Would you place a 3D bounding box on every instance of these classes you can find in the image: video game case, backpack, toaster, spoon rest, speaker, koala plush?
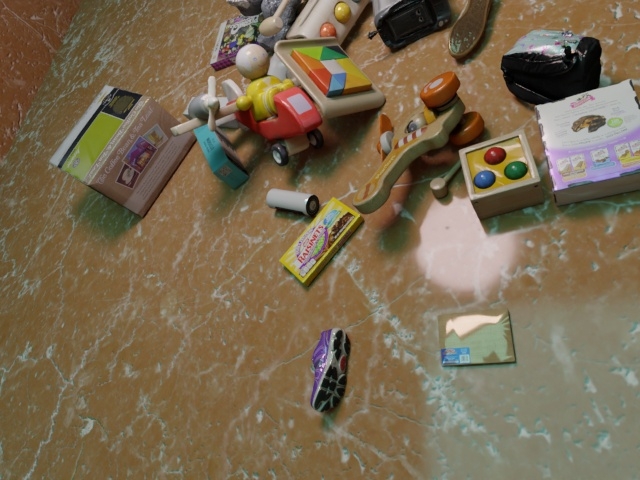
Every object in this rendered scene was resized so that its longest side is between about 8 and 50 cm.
[{"bbox_3d":[-0.277,-0.727,1.673,0.232,0.042,0.210,-7,63,28],"label":"video game case"},{"bbox_3d":[0.468,-0.355,0.959,0.115,0.151,0.182,-43,45,-16],"label":"backpack"},{"bbox_3d":[0.228,-0.622,1.253,0.227,0.129,0.146,-20,52,24],"label":"toaster"},{"bbox_3d":[-0.154,-0.524,1.475,0.276,0.084,0.137,-34,52,-6],"label":"spoon rest"},{"bbox_3d":[-0.072,-0.099,1.189,0.136,0.055,0.055,13,72,35],"label":"speaker"},{"bbox_3d":[-0.190,-0.765,1.486,0.203,0.221,0.196,-35,42,52],"label":"koala plush"}]

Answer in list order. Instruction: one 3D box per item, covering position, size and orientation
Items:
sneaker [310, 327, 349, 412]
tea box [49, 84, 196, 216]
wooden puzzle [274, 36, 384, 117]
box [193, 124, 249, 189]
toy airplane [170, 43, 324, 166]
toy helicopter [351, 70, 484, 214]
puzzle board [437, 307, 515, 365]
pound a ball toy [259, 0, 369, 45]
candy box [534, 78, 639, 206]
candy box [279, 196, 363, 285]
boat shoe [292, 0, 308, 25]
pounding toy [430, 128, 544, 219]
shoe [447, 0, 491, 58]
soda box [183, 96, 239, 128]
[{"bbox_3d":[0.012,0.260,0.946,0.071,0.068,0.169,-16,47,42],"label":"sneaker"},{"bbox_3d":[-0.653,-0.301,1.552,0.324,0.220,0.328,25,80,39],"label":"tea box"},{"bbox_3d":[0.030,-0.423,1.178,0.238,0.221,0.044,56,141,14],"label":"wooden puzzle"},{"bbox_3d":[-0.299,-0.264,1.392,0.060,0.100,0.244,-39,50,10],"label":"box"},{"bbox_3d":[-0.169,-0.391,1.260,0.385,0.272,0.386,-2,39,11],"label":"toy airplane"},{"bbox_3d":[0.175,-0.198,1.035,0.355,0.140,0.235,-52,27,-18],"label":"toy helicopter"},{"bbox_3d":[0.279,0.176,0.850,0.128,0.011,0.096,-12,60,27],"label":"puzzle board"},{"bbox_3d":[0.000,-0.661,1.347,0.136,0.208,0.319,19,74,51],"label":"pound a ball toy"},{"bbox_3d":[0.504,-0.179,0.866,0.165,0.070,0.196,-12,62,26],"label":"candy box"},{"bbox_3d":[0.000,0.000,1.109,0.206,0.027,0.105,-50,47,-2],"label":"candy box"},{"bbox_3d":[-0.068,-0.726,1.542,0.049,0.056,0.152,-7,52,34],"label":"boat shoe"},{"bbox_3d":[0.318,-0.144,0.950,0.206,0.094,0.180,-16,57,23],"label":"pounding toy"},{"bbox_3d":[0.377,-0.539,1.166,0.077,0.058,0.218,22,80,17],"label":"shoe"},{"bbox_3d":[-0.345,-0.417,1.526,0.216,0.069,0.073,13,72,36],"label":"soda box"}]
